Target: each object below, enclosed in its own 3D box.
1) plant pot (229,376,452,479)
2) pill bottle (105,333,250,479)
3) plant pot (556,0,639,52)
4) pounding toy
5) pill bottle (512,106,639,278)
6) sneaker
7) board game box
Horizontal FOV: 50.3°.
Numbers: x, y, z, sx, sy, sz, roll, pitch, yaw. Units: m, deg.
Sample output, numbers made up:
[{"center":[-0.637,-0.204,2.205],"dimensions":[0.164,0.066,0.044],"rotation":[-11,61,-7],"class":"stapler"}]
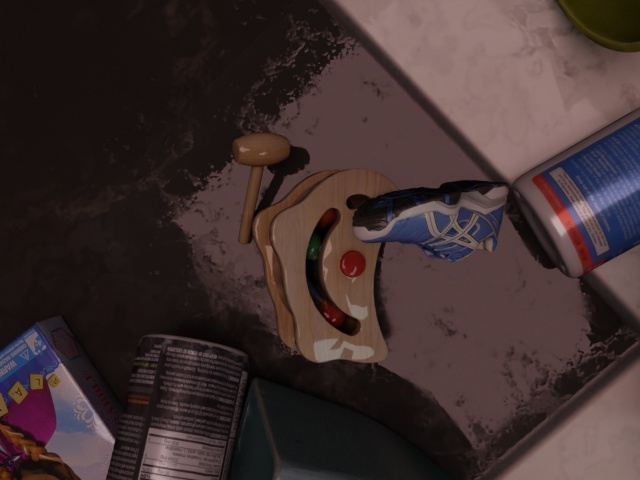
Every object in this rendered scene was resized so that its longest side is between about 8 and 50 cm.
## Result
[{"center":[0.027,0.320,0.707],"dimensions":[0.252,0.248,0.247],"rotation":[15,94,-12],"class":"plant pot"},{"center":[-0.162,0.235,0.744],"dimensions":[0.130,0.130,0.246],"rotation":[8,73,8],"class":"pill bottle"},{"center":[0.411,-0.392,0.591],"dimensions":[0.352,0.366,0.367],"rotation":[-16,90,-4],"class":"plant pot"},{"center":[0.000,0.000,0.780],"dimensions":[0.154,0.155,0.270],"rotation":[-16,100,-20],"class":"pounding toy"},{"center":[0.325,-0.064,0.703],"dimensions":[0.221,0.124,0.124],"rotation":[-30,88,9],"class":"pill bottle"},{"center":[0.124,-0.015,0.712],"dimensions":[0.211,0.080,0.081],"rotation":[-9,103,-34],"class":"sneaker"},{"center":[-0.366,0.315,0.842],"dimensions":[0.318,0.066,0.318],"rotation":[-37,87,7],"class":"board game box"}]
